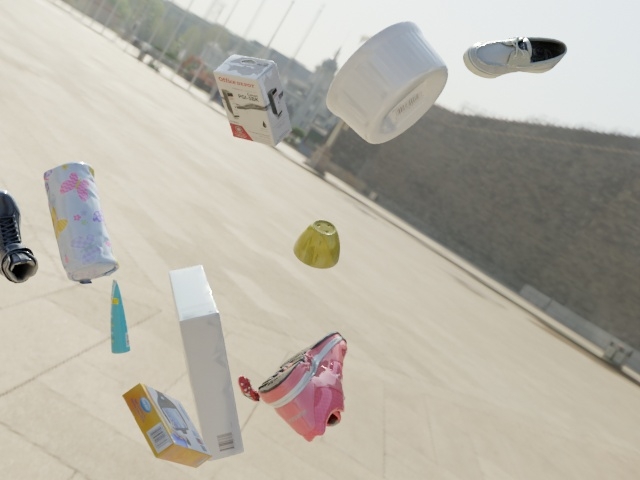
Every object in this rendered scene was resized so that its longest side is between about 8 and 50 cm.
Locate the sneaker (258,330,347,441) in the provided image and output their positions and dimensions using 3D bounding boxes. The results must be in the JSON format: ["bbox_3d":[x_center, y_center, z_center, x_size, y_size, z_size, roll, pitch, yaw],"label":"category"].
[{"bbox_3d":[-0.008,0.264,1.316,0.136,0.116,0.314,56,19,2],"label":"sneaker"}]

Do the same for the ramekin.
[{"bbox_3d":[0.162,-0.350,1.692,0.135,0.277,0.277,51,12,15],"label":"ramekin"}]

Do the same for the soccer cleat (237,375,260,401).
[{"bbox_3d":[-0.151,0.300,1.491,0.036,0.029,0.083,0,-38,34],"label":"soccer cleat"}]

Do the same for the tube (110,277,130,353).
[{"bbox_3d":[-0.562,0.208,2.048,0.052,0.207,0.080,-6,5,-28],"label":"tube"}]

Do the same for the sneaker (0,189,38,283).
[{"bbox_3d":[-0.756,-0.005,1.813,0.086,0.226,0.163,-12,20,-35],"label":"sneaker"}]

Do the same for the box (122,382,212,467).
[{"bbox_3d":[-0.167,0.211,0.830,0.081,0.028,0.136,53,-2,24],"label":"box"}]

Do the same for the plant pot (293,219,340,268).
[{"bbox_3d":[0.000,0.000,2.046,0.134,0.095,0.134,12,37,-9],"label":"plant pot"}]

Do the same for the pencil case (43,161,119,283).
[{"bbox_3d":[-0.544,-0.043,1.682,0.124,0.113,0.273,-8,72,-40],"label":"pencil case"}]

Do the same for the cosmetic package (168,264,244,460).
[{"bbox_3d":[-0.277,0.286,1.768,0.098,0.377,0.284,-11,22,-10],"label":"cosmetic package"}]

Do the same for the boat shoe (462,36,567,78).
[{"bbox_3d":[0.396,-0.380,1.485,0.228,0.079,0.081,-8,-12,-24],"label":"boat shoe"}]

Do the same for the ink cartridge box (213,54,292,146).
[{"bbox_3d":[-0.114,-0.236,1.250,0.099,0.056,0.135,17,-40,31],"label":"ink cartridge box"}]
